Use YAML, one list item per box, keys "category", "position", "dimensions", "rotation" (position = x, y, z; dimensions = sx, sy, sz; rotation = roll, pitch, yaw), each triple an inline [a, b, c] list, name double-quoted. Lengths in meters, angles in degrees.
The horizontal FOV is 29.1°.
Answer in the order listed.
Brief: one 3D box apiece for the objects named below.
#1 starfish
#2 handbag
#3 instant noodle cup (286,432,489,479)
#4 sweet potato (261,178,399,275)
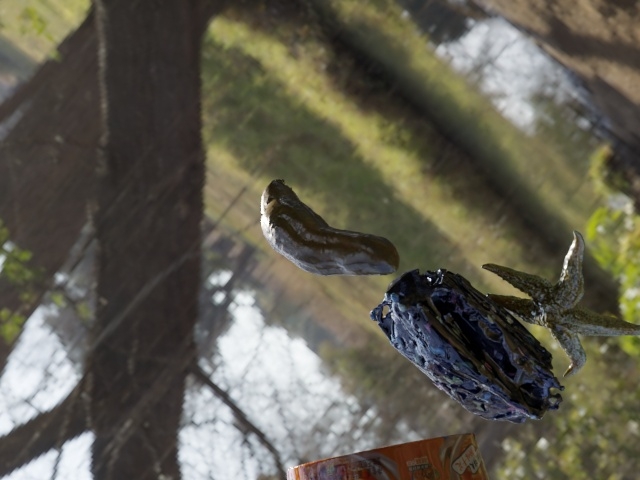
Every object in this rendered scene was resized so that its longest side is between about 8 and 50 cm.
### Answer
- category: "starfish"
  position: [0.303, 0.080, 1.552]
  dimensions: [0.223, 0.217, 0.050]
  rotation: [14, -153, 24]
- category: "handbag"
  position: [0.190, 0.134, 1.569]
  dimensions: [0.260, 0.113, 0.162]
  rotation: [42, 165, -4]
- category: "instant noodle cup"
  position: [0.077, 0.305, 1.224]
  dimensions: [0.250, 0.250, 0.192]
  rotation: [34, -136, -72]
- category: "sweet potato"
  position: [0.000, 0.002, 1.030]
  dimensions: [0.054, 0.053, 0.182]
  rotation: [-19, -150, -34]
